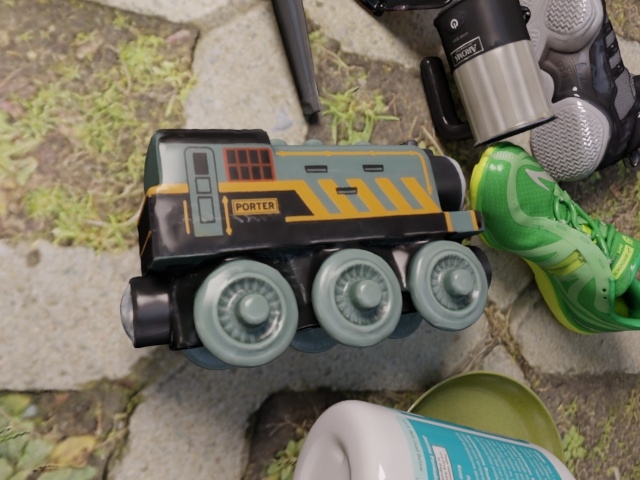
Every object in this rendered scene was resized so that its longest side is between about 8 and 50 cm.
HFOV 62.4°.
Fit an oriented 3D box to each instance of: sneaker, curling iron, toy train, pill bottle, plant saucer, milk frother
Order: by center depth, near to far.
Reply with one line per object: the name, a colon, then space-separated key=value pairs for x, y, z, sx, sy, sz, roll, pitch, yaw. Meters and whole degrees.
pill bottle: x=0.117 y=0.230 z=0.438 sx=0.263 sy=0.146 sz=0.146 roll=19 pitch=79 yaw=-20
toy train: x=0.000 y=0.000 z=0.457 sx=0.333 sy=0.142 sz=0.190 roll=-5 pitch=79 yaw=-23
curling iron: x=-0.044 y=-0.255 z=0.496 sx=0.035 sy=0.068 sz=0.274 roll=-24 pitch=101 yaw=-24
milk frother: x=0.191 y=-0.176 z=0.548 sx=0.143 sy=0.129 sz=0.135 roll=-18 pitch=92 yaw=-18
plant saucer: x=0.154 y=0.255 z=0.552 sx=0.240 sy=0.037 sz=0.241 roll=1 pitch=87 yaw=-23
sneaker: x=0.266 y=-0.002 z=0.555 sx=0.295 sy=0.123 sz=0.110 roll=40 pitch=68 yaw=-26
sneaker: x=0.325 y=-0.208 z=0.625 sx=0.153 sy=0.101 sz=0.269 roll=-7 pitch=95 yaw=-24

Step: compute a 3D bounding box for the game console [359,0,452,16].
game console: x=0.092 y=-0.311 z=0.537 sx=0.124 sy=0.085 sz=0.144 roll=35 pitch=74 yaw=-17
